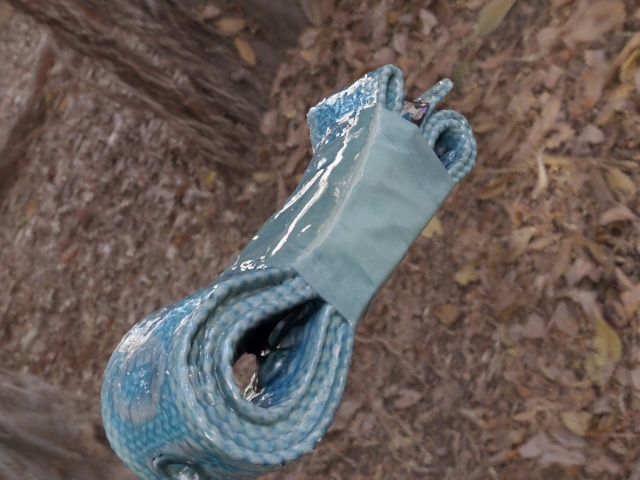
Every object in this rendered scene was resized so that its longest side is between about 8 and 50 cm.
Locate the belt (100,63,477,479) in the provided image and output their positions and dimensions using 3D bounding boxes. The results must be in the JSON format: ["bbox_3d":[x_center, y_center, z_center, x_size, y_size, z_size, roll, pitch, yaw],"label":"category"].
[{"bbox_3d":[0.000,0.000,0.488,0.072,0.087,0.302,-38,12,40],"label":"belt"}]
